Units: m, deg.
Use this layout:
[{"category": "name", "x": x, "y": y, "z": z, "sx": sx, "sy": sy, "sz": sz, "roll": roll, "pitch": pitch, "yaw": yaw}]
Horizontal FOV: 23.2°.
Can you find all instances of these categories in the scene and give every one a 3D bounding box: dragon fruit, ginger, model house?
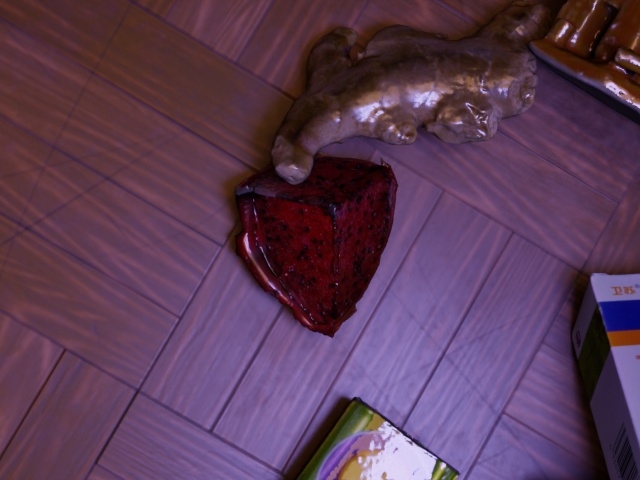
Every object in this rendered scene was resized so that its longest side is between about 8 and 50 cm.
[{"category": "dragon fruit", "x": -0.002, "y": -0.001, "z": 1.554, "sx": 0.127, "sy": 0.120, "sz": 0.161, "roll": -25, "pitch": 122, "yaw": -46}, {"category": "ginger", "x": 0.092, "y": -0.157, "z": 1.562, "sx": 0.333, "sy": 0.080, "sz": 0.166, "roll": -17, "pitch": 56, "yaw": -9}, {"category": "model house", "x": 0.363, "y": -0.216, "z": 1.533, "sx": 0.219, "sy": 0.199, "sz": 0.229, "roll": 23, "pitch": 93, "yaw": -45}]

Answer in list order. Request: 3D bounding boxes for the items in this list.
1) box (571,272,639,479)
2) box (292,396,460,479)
[{"category": "box", "x": 0.376, "y": 0.171, "z": 1.493, "sx": 0.200, "sy": 0.106, "sz": 0.299, "roll": -2, "pitch": 50, "yaw": -7}, {"category": "box", "x": -0.015, "y": 0.329, "z": 1.516, "sx": 0.134, "sy": 0.097, "sz": 0.345, "roll": 37, "pitch": 84, "yaw": -2}]
